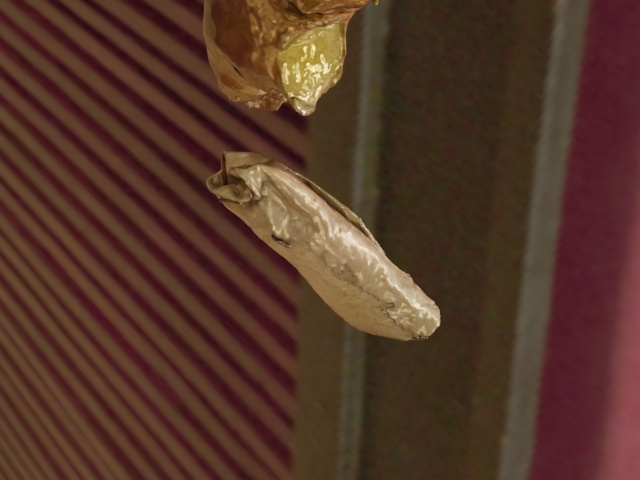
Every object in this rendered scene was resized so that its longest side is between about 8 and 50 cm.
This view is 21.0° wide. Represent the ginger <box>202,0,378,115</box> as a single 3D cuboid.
[{"bbox_3d":[-0.041,-0.201,1.387,0.123,0.219,0.270,-6,150,-31],"label":"ginger"}]

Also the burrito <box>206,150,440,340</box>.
[{"bbox_3d":[0.000,0.000,1.324,0.226,0.087,0.060,42,69,-37],"label":"burrito"}]
